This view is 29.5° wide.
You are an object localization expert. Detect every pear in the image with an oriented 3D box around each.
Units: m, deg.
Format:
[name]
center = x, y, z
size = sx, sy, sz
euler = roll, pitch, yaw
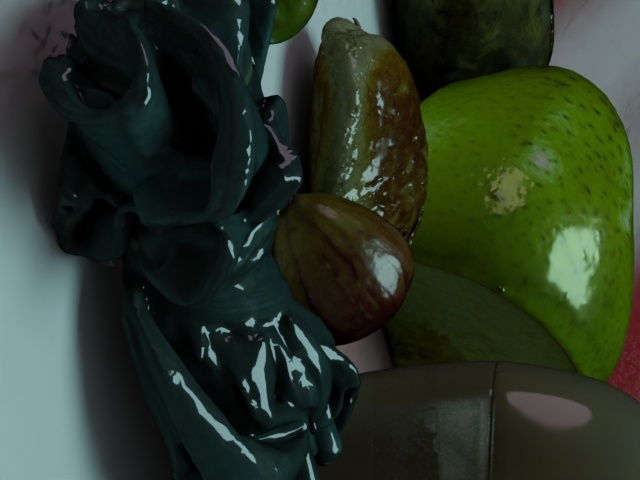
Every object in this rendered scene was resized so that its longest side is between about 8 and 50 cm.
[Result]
[pear]
center = 0.187, -0.016, 1.136
size = 0.342, 0.238, 0.318
euler = 69, 38, -56

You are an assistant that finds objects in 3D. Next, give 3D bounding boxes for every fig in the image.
[fig]
center = 0.000, 0.000, 0.722
size = 0.125, 0.088, 0.089
euler = 57, 29, -33

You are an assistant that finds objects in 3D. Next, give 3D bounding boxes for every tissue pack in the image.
[tissue pack]
center = 0.120, 0.248, 0.772
size = 0.387, 0.276, 0.267
euler = 72, 18, -55

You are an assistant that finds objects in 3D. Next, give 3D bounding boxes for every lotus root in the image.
[lotus root]
center = 0.149, -0.226, 1.220
size = 0.152, 0.160, 0.275
euler = 54, -10, 31

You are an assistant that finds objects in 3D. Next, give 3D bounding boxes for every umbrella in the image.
[umbrella]
center = -0.034, 0.046, 0.513
size = 0.143, 0.094, 0.349
euler = -63, 154, -49

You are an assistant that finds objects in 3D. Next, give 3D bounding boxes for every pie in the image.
[pie]
center = 0.027, -0.054, 0.835
size = 0.163, 0.079, 0.194
euler = -63, 152, -55

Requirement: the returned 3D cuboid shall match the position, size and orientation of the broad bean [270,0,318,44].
[broad bean]
center = -0.017, -0.187, 0.704
size = 0.070, 0.048, 0.214
euler = 76, 21, -48
